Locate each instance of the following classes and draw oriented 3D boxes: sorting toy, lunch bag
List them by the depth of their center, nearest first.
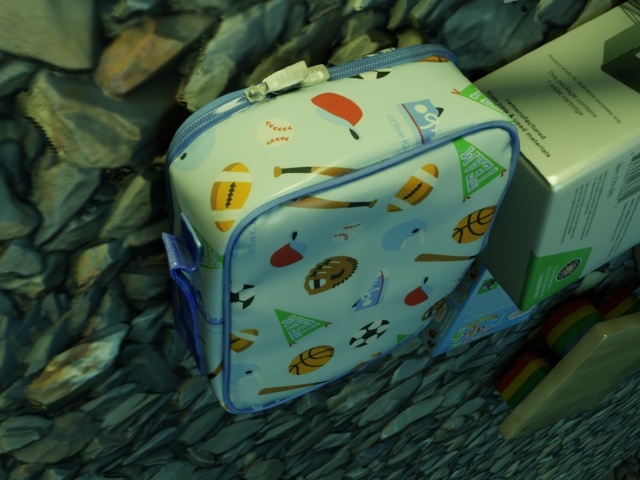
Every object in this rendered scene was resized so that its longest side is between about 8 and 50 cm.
[{"bbox_3d":[0.000,0.000,0.594,0.243,0.115,0.303,-20,148,-20],"label":"lunch bag"},{"bbox_3d":[0.408,0.177,1.271,0.257,0.089,0.255,-5,139,-40],"label":"sorting toy"}]

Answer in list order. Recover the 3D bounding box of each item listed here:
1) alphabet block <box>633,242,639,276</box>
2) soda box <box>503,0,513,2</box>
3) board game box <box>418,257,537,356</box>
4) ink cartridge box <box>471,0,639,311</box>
[{"bbox_3d":[0.573,0.032,1.123,0.192,0.197,0.193,-39,150,7],"label":"alphabet block"},{"bbox_3d":[0.199,-0.205,0.448,0.216,0.074,0.069,-11,154,15],"label":"soda box"},{"bbox_3d":[0.215,0.039,0.933,0.160,0.039,0.211,-16,144,-30],"label":"board game box"},{"bbox_3d":[0.269,-0.092,0.717,0.289,0.121,0.211,-29,149,-11],"label":"ink cartridge box"}]
